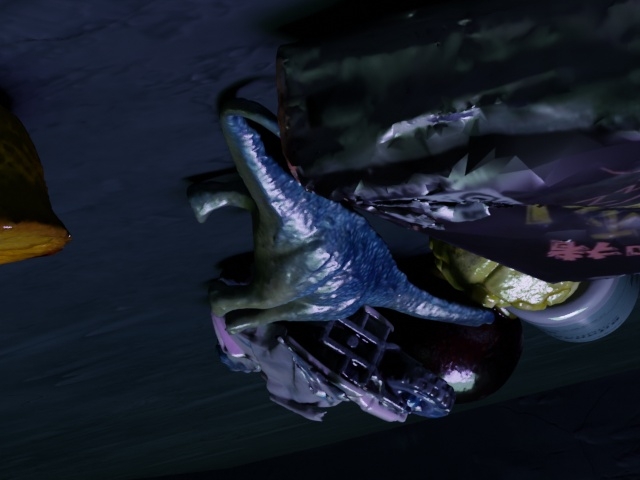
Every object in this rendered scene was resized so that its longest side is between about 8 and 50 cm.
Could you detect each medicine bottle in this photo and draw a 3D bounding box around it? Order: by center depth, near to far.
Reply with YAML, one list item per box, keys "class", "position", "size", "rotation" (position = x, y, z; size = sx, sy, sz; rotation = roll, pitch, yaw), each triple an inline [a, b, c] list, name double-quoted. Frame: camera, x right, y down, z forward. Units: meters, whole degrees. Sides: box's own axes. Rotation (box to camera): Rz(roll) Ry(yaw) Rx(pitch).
- class: "medicine bottle"
  position: [0.227, 0.035, 1.223]
  size: [0.110, 0.110, 0.352]
  rotation: [-14, 167, 15]

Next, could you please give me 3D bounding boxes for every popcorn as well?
- class: "popcorn"
  position: [0.141, -0.006, 1.007]
  size: [0.116, 0.120, 0.106]
  rotation: [-32, 141, -33]

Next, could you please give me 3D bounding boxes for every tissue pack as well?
- class: "tissue pack"
  position: [0.154, -0.059, 0.721]
  size: [0.245, 0.123, 0.332]
  rotation: [-11, 166, 29]

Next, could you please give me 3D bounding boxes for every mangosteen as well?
- class: "mangosteen"
  position: [0.122, 0.079, 1.301]
  size: [0.152, 0.153, 0.152]
  rotation: [-11, 168, -2]

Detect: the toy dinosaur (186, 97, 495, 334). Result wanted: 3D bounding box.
- class: "toy dinosaur"
  position: [-0.009, 0.004, 0.878]
  size: [0.147, 0.076, 0.363]
  rotation: [-12, 152, 21]

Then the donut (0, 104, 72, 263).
- class: "donut"
  position: [-0.218, -0.021, 0.660]
  size: [0.174, 0.075, 0.190]
  rotation: [-1, 168, -45]

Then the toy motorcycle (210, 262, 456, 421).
- class: "toy motorcycle"
  position: [-0.014, 0.095, 1.229]
  size: [0.108, 0.239, 0.204]
  rotation: [-50, -163, -28]
